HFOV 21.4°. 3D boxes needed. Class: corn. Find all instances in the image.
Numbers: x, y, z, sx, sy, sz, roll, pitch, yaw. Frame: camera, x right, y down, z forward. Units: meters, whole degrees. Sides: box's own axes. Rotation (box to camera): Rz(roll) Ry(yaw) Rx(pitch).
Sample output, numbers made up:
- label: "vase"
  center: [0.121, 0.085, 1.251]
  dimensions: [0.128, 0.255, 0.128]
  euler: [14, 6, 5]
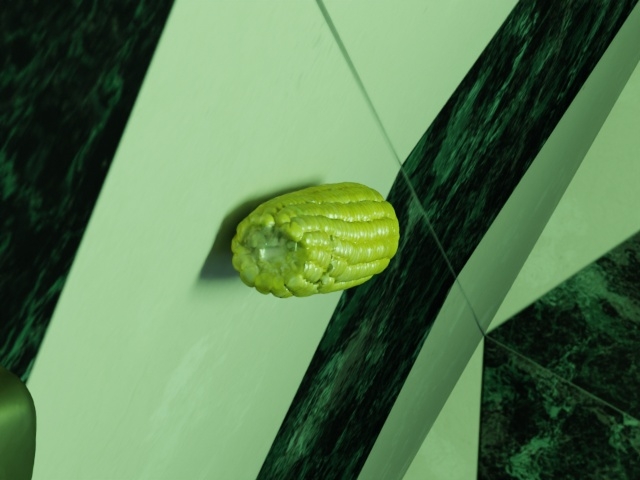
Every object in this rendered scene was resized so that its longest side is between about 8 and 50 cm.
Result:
- label: "corn"
  center: [0.000, 0.000, 1.024]
  dimensions: [0.067, 0.067, 0.206]
  euler: [-63, 167, 12]

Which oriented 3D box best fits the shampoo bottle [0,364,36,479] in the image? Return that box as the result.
- label: "shampoo bottle"
  center: [-0.197, 0.115, 0.421]
  dimensions: [0.126, 0.084, 0.350]
  euler: [-63, 168, 21]
